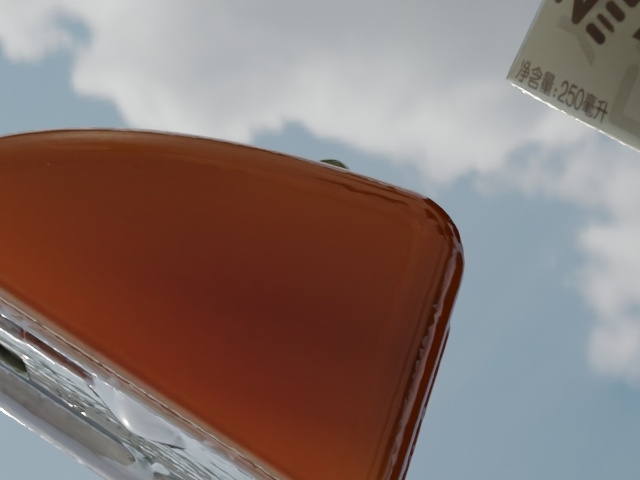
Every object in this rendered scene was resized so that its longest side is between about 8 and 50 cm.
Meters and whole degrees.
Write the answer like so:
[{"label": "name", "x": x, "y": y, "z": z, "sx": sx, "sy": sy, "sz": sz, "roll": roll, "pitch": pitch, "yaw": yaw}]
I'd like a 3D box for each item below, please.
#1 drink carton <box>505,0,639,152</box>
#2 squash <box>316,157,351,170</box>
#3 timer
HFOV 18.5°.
[{"label": "drink carton", "x": 0.279, "y": -0.195, "z": 1.261, "sx": 0.194, "sy": 0.324, "sz": 0.132, "roll": 31, "pitch": -167, "yaw": 33}, {"label": "squash", "x": 0.000, "y": 0.000, "z": 1.446, "sx": 0.052, "sy": 0.052, "sz": 0.183, "roll": -1, "pitch": -142, "yaw": 3}, {"label": "timer", "x": -0.076, "y": 0.050, "z": 0.916, "sx": 0.250, "sy": 0.257, "sz": 0.161, "roll": 18, "pitch": -108, "yaw": 2}]
